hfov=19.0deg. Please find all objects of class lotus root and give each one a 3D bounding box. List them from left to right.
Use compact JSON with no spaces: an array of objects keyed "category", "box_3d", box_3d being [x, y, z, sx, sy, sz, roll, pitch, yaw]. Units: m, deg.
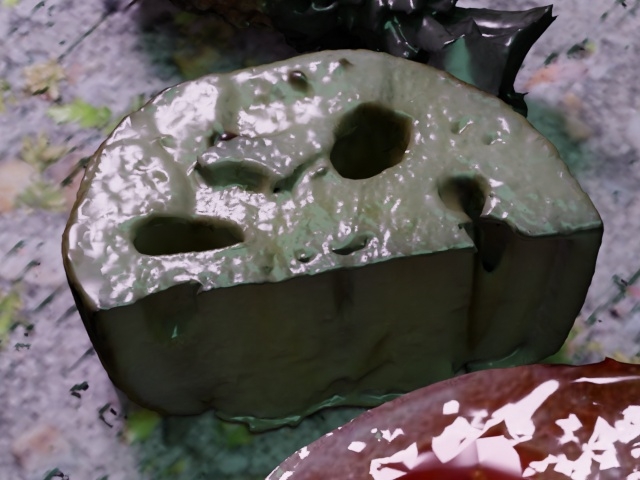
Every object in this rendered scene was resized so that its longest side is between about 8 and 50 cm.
[{"category":"lotus root","box_3d":[0.000,0.000,0.876,0.235,0.119,0.138,-4,60,-7]}]

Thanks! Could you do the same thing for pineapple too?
[{"category":"pineapple","box_3d":[0.006,-0.129,0.969,0.237,0.119,0.111,28,15,6]}]

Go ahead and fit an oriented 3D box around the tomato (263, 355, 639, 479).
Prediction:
[{"category":"tomato","box_3d":[0.098,0.213,0.735,0.338,0.143,0.338,-8,52,10]}]
